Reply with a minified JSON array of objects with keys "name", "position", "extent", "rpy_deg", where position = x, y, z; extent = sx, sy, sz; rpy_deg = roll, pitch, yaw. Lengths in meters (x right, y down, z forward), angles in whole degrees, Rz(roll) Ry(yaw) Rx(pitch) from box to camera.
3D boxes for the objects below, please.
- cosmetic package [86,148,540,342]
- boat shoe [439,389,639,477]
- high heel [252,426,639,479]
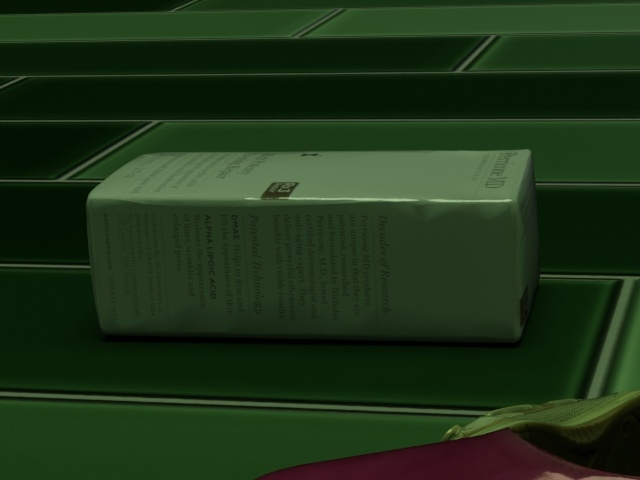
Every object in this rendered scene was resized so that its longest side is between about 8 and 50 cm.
[{"name":"cosmetic package","position":[0.000,0.000,0.975],"extent":[0.231,0.085,0.117],"rpy_deg":[-1,16,11]},{"name":"boat shoe","position":[0.080,0.089,0.693],"extent":[0.048,0.056,0.153],"rpy_deg":[-1,11,45]},{"name":"high heel","position":[0.156,0.045,0.555],"extent":[0.377,0.181,0.127],"rpy_deg":[3,-5,6]}]
